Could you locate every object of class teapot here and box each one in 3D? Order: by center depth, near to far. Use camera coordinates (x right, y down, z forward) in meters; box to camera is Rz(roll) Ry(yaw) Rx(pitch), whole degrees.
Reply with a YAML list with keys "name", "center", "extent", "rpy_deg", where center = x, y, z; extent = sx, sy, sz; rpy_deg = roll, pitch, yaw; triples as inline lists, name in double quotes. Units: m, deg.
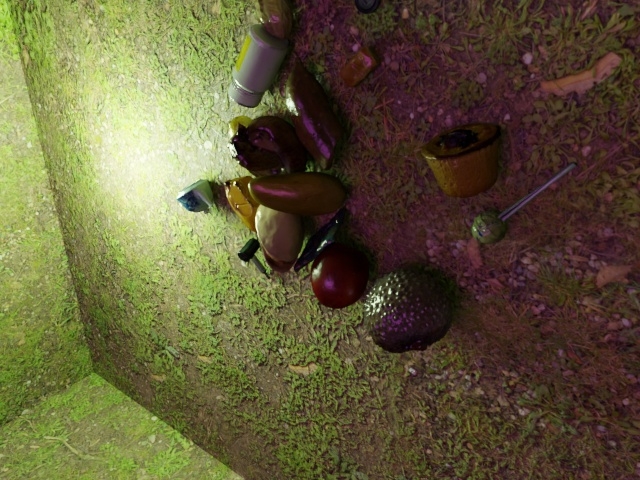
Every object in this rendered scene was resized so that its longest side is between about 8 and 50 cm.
- name: "teapot"
  center: [-0.534, -0.178, 2.160]
  extent: [0.232, 0.159, 0.159]
  rpy_deg: [-4, 109, 60]

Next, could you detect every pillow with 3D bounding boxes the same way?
- name: "pillow"
  center: [-0.001, 0.002, 1.793]
  extent: [0.034, 0.189, 0.255]
  rpy_deg: [37, 133, -14]

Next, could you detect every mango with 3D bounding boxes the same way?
- name: "mango"
  center: [-0.075, -0.161, 1.731]
  extent: [0.332, 0.142, 0.195]
  rpy_deg: [1, 159, 6]
- name: "mango"
  center: [-0.283, -0.142, 1.981]
  extent: [0.154, 0.126, 0.252]
  rpy_deg: [-19, 99, 50]

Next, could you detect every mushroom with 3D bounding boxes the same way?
- name: "mushroom"
  center: [-0.183, -0.322, 1.736]
  extent: [0.263, 0.283, 0.195]
  rpy_deg: [-23, 62, 48]

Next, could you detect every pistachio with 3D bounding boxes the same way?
- name: "pistachio"
  center: [-0.154, -0.037, 1.856]
  extent: [0.187, 0.188, 0.299]
  rpy_deg: [-37, 46, 43]

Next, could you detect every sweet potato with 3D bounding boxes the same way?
- name: "sweet potato"
  center: [-0.028, -0.416, 1.637]
  extent: [0.158, 0.158, 0.369]
  rpy_deg: [-25, 96, 43]

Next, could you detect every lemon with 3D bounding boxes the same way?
- name: "lemon"
  center: [-0.290, -0.415, 1.872]
  extent: [0.133, 0.109, 0.109]
  rpy_deg: [24, 125, 11]

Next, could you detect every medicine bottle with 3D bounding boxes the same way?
- name: "medicine bottle"
  center: [-0.219, -0.594, 1.707]
  extent: [0.143, 0.143, 0.258]
  rpy_deg: [46, 132, 12]

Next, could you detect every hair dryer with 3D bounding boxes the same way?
- name: "hair dryer"
  center: [-0.267, 0.092, 2.125]
  extent: [0.057, 0.100, 0.197]
  rpy_deg: [-7, 125, 42]

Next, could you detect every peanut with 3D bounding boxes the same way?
- name: "peanut"
  center: [-0.164, -0.792, 1.579]
  extent: [0.120, 0.136, 0.298]
  rpy_deg: [-19, 102, 2]

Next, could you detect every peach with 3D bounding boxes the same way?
- name: "peach"
  center: [0.059, 0.125, 1.772]
  extent: [0.199, 0.243, 0.243]
  rpy_deg: [28, 142, -31]

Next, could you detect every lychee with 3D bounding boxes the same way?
- name: "lychee"
  center: [0.286, 0.229, 1.617]
  extent: [0.300, 0.300, 0.300]
  rpy_deg: [17, 120, 32]

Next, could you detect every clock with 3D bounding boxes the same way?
- name: "clock"
  center: [0.138, -0.709, 1.452]
  extent: [0.085, 0.017, 0.085]
  rpy_deg: [17, 121, 32]

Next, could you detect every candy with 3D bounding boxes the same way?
- name: "candy"
  center: [0.560, -0.104, 1.374]
  extent: [0.335, 0.092, 0.093]
  rpy_deg: [-43, 45, 35]

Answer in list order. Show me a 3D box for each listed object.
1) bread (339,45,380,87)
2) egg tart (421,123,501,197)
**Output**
- name: "bread"
  center: [0.120, -0.531, 1.525]
  extent: [0.132, 0.053, 0.074]
  rpy_deg: [-32, 89, 45]
- name: "egg tart"
  center: [0.397, -0.226, 1.364]
  extent: [0.215, 0.215, 0.170]
  rpy_deg: [0, 126, 39]
